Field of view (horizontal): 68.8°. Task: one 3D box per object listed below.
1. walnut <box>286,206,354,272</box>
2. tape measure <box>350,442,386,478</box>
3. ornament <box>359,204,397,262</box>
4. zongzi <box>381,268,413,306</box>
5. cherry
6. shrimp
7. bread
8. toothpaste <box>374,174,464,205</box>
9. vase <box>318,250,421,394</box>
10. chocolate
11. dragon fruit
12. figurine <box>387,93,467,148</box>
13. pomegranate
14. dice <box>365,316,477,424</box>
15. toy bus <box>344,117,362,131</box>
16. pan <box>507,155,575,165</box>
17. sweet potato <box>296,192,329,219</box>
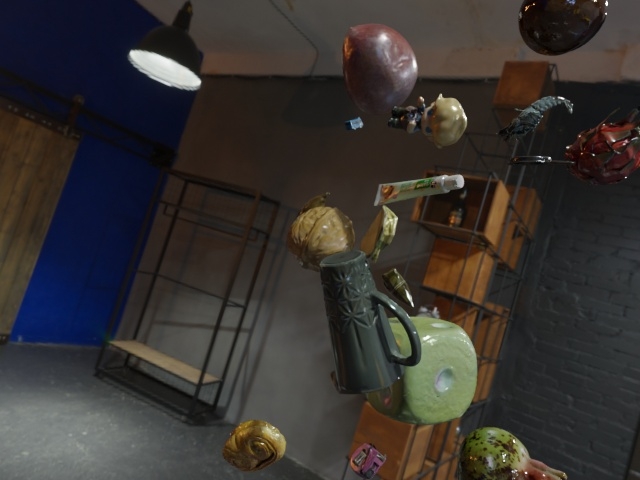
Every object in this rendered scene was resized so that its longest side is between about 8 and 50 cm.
[{"bbox_3d":[0.000,0.000,1.373,0.213,0.213,0.213,17,-4,1],"label":"walnut"},{"bbox_3d":[0.176,0.834,1.775,0.074,0.125,0.118,48,-20,-18],"label":"tape measure"},{"bbox_3d":[0.187,-0.037,1.452,0.059,0.180,0.201,19,-28,-6],"label":"ornament"},{"bbox_3d":[0.337,0.223,1.926,0.184,0.084,0.187,56,3,28],"label":"zongzi"},{"bbox_3d":[0.184,-0.548,1.485,0.221,0.261,0.307,4,-35,42],"label":"cherry"},{"bbox_3d":[0.510,-0.303,1.131,0.076,0.174,0.082,56,21,-18],"label":"shrimp"},{"bbox_3d":[-0.247,0.783,1.777,0.198,0.236,0.120,43,23,-23],"label":"bread"},{"bbox_3d":[0.289,-0.157,1.424,0.058,0.056,0.314,-31,17,-39],"label":"toothpaste"},{"bbox_3d":[0.091,0.176,1.015,0.251,0.301,0.156,-6,14,37],"label":"vase"},{"bbox_3d":[0.489,-0.472,0.969,0.177,0.176,0.177,17,-4,1],"label":"chocolate"},{"bbox_3d":[0.861,-0.267,1.390,0.192,0.193,0.274,34,-29,-8],"label":"dragon fruit"},{"bbox_3d":[0.272,-0.310,1.192,0.196,0.114,0.108,18,-5,24],"label":"figurine"},{"bbox_3d":[0.457,0.567,1.120,0.248,0.214,0.214,-11,-21,35],"label":"pomegranate"},{"bbox_3d":[0.269,0.356,1.323,0.254,0.252,0.250,2,0,-27],"label":"dice"},{"bbox_3d":[0.139,-0.486,1.960,0.038,0.046,0.083,-2,18,42],"label":"toy bus"},{"bbox_3d":[0.694,-0.250,1.462,0.136,0.028,0.235,-2,9,-22],"label":"pan"},{"bbox_3d":[-0.049,-0.052,1.524,0.075,0.269,0.075,19,29,-11],"label":"sweet potato"}]
